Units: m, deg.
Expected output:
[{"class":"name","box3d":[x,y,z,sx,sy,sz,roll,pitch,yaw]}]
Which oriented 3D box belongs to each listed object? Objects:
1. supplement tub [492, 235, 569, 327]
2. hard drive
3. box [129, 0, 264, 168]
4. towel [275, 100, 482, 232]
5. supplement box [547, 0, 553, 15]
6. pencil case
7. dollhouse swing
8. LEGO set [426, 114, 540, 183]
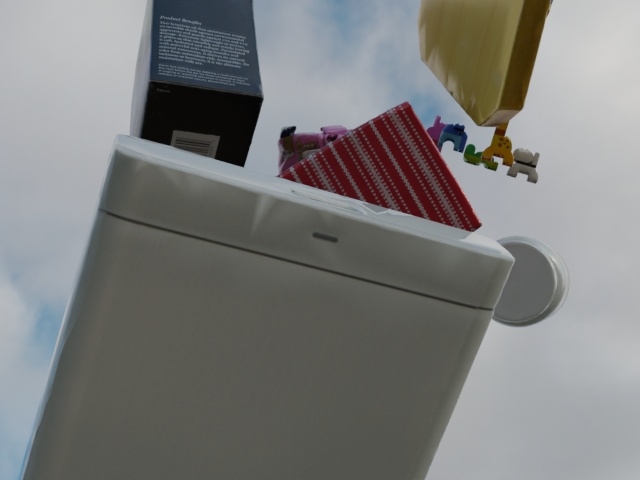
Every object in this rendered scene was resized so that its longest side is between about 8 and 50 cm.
[{"class":"supplement tub","box3d":[0.321,0.066,1.410,0.144,0.144,0.200,-26,-11,16]},{"class":"hard drive","box3d":[-0.054,0.138,0.523,0.233,0.047,0.353,15,-75,-18]},{"class":"box","box3d":[-0.219,-0.235,1.465,0.183,0.294,0.296,7,-43,-15]},{"class":"towel","box3d":[0.044,-0.031,1.143,0.275,0.199,0.031,-31,-5,2]},{"class":"supplement box","box3d":[0.298,-0.378,1.444,0.129,0.194,0.191,24,-38,4]},{"class":"pencil case","box3d":[0.000,0.000,1.493,0.160,0.386,0.167,-3,-8,33]},{"class":"dollhouse swing","box3d":[0.276,-0.326,0.938,0.315,0.347,0.305,-13,-58,-5]},{"class":"LEGO set","box3d":[0.294,-0.186,1.570,0.227,0.093,0.087,18,-9,8]}]
